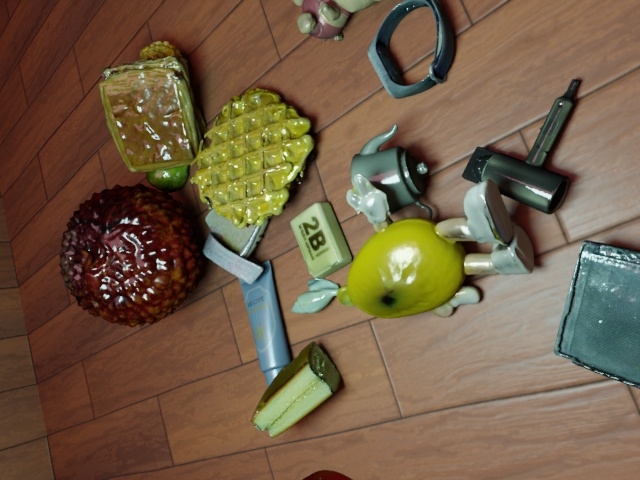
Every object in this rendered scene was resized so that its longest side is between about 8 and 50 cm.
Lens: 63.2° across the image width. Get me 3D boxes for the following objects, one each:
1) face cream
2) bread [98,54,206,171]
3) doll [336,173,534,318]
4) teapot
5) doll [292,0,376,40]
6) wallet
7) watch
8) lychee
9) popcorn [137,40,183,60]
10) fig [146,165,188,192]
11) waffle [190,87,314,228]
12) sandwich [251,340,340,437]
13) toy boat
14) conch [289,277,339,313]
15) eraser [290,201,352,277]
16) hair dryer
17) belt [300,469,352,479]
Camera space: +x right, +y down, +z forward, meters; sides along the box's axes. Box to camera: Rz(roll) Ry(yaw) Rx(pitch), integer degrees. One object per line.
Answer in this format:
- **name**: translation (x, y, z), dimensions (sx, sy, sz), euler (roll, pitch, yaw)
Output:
- **face cream**: translation (-0.147, 0.259, 1.460), dimensions (0.135, 0.086, 0.385), euler (-27, 70, 35)
- **bread**: translation (-0.500, -0.389, 1.595), dimensions (0.277, 0.167, 0.325), euler (-6, 113, 10)
- **doll**: translation (0.215, 0.024, 1.077), dimensions (0.423, 0.161, 0.348), euler (6, 123, 24)
- **teapot**: translation (0.172, -0.130, 1.151), dimensions (0.149, 0.162, 0.239), euler (-18, 95, 26)
- **doll**: translation (0.050, -0.598, 1.220), dimensions (0.256, 0.152, 0.196), euler (-30, 86, 31)
- **wallet**: translation (0.590, 0.149, 0.861), dimensions (0.342, 0.075, 0.237), euler (17, 109, 35)
- **watch**: translation (0.207, -0.425, 1.153), dimensions (0.193, 0.068, 0.206), euler (-35, 68, 35)
- **lychee**: translation (-0.553, 0.045, 1.525), dimensions (0.424, 0.500, 0.425), euler (1, 96, 10)
- **popcorn**: translation (-0.514, -0.550, 1.685), dimensions (0.180, 0.170, 0.180), euler (4, 100, 21)
- **fig**: translation (-0.488, -0.233, 1.696), dimensions (0.123, 0.123, 0.156), euler (46, 109, 28)
- **waffle**: translation (-0.199, -0.228, 1.425), dimensions (0.382, 0.095, 0.380), euler (37, 101, 35)
- **sandwich**: translation (-0.067, 0.388, 1.330), dimensions (0.235, 0.128, 0.122), euler (-43, 94, 17)
- **toy boat**: translation (-0.236, -0.034, 1.516), dimensions (0.276, 0.111, 0.294), euler (10, 84, 40)
- **conch**: translation (-0.016, 0.152, 1.367), dimensions (0.180, 0.088, 0.065), euler (-28, 118, 30)
- **eraser**: translation (0.000, 0.000, 1.342), dimensions (0.117, 0.058, 0.172), euler (-32, 72, 36)
- **hair dryer**: translation (0.411, -0.199, 1.004), dimensions (0.195, 0.078, 0.248), euler (32, 102, 34)
- **belt**: translation (0.041, 0.724, 1.301), dimensions (0.323, 0.115, 0.227), euler (18, 104, 37)
